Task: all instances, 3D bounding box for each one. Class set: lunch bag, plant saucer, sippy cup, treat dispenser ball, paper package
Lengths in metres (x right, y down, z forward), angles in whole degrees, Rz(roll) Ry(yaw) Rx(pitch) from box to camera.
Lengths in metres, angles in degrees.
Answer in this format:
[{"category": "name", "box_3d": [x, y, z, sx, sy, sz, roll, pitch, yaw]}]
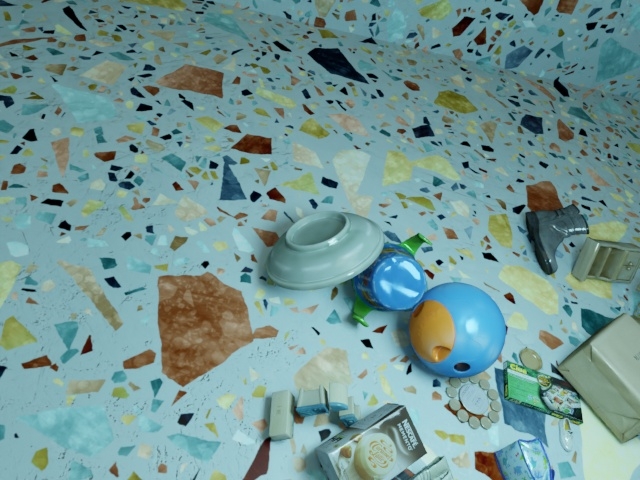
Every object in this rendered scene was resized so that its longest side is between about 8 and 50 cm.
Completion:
[{"category": "lunch bag", "box_3d": [0.571, 0.642, 1.340, 0.096, 0.129, 0.151, 5, 49, -15]}, {"category": "plant saucer", "box_3d": [0.000, 0.000, 1.561, 0.400, 0.100, 0.400, -15, 30, 9]}, {"category": "sippy cup", "box_3d": [0.225, 0.123, 1.529, 0.240, 0.224, 0.305, 3, 90, -5]}, {"category": "treat dispenser ball", "box_3d": [0.416, 0.272, 1.490, 0.288, 0.288, 0.288, 10, 49, -11]}, {"category": "paper package", "box_3d": [1.020, 0.445, 1.620, 0.325, 0.168, 0.309, -16, 58, -37]}, {"category": "plant saucer", "box_3d": [0.719, 0.410, 1.663, 0.083, 0.015, 0.083, 10, 50, -11]}]

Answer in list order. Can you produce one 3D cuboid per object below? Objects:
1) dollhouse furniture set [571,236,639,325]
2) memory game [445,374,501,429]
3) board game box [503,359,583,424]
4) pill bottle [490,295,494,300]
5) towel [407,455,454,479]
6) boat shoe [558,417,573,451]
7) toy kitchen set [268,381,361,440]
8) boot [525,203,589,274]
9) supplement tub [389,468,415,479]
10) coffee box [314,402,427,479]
[{"category": "dollhouse furniture set", "box_3d": [1.219, 0.147, 1.846, 0.256, 0.362, 0.394, 5, 22, -17]}, {"category": "memory game", "box_3d": [0.476, 0.495, 1.509, 0.186, 0.012, 0.186, 9, 49, -11]}, {"category": "board game box", "box_3d": [0.724, 0.495, 1.585, 0.259, 0.030, 0.136, 20, 50, -2]}, {"category": "pill bottle", "box_3d": [0.588, 0.224, 1.755, 0.083, 0.043, 0.043, -10, 55, -26]}, {"category": "towel", "box_3d": [0.251, 0.724, 1.133, 0.312, 0.056, 0.324, -19, 84, -32]}, {"category": "boat shoe", "box_3d": [0.766, 0.600, 1.505, 0.035, 0.035, 0.100, 19, 47, -3]}, {"category": "toy kitchen set", "box_3d": [-0.009, 0.487, 1.314, 0.207, 0.166, 0.122, -14, 44, 15]}, {"category": "boot", "box_3d": [0.986, -0.020, 1.985, 0.222, 0.118, 0.338, -10, 49, 16]}, {"category": "supplement tub", "box_3d": [0.161, 0.658, 1.199, 0.198, 0.106, 0.106, -21, 61, -32]}, {"category": "coffee box", "box_3d": [0.130, 0.541, 1.250, 0.246, 0.098, 0.141, -23, 85, -26]}]
